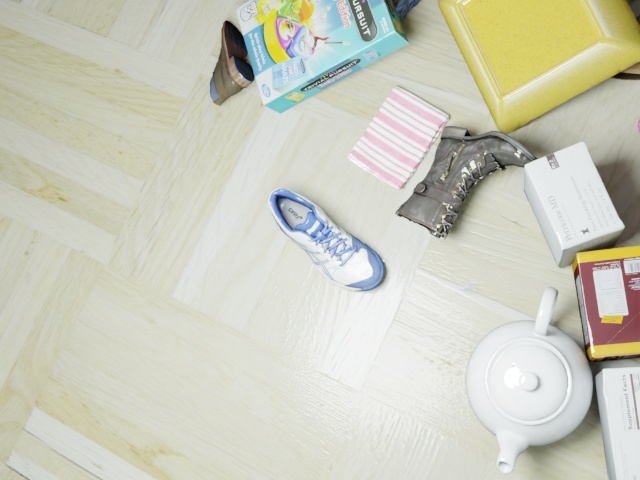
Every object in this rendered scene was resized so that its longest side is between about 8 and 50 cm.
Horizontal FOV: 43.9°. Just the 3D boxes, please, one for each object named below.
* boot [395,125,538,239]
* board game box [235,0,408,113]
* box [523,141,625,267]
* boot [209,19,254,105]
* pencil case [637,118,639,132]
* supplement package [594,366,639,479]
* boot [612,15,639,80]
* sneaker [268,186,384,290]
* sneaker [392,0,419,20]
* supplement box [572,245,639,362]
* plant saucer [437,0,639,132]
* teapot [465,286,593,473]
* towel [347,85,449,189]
[{"bbox_3d":[0.289,-0.105,1.593,0.263,0.091,0.229,20,81,51],"label":"boot"},{"bbox_3d":[-0.005,-0.470,1.736,0.336,0.079,0.254,-25,72,25],"label":"board game box"},{"bbox_3d":[0.476,-0.063,1.511,0.119,0.182,0.181,-22,73,8],"label":"box"},{"bbox_3d":[-0.220,-0.408,1.817,0.106,0.082,0.219,-38,45,27],"label":"boot"},{"bbox_3d":[0.731,-0.208,1.523,0.236,0.104,0.104,28,86,20],"label":"pencil case"},{"bbox_3d":[0.547,0.314,1.318,0.145,0.262,0.204,-7,77,14],"label":"supplement package"},{"bbox_3d":[0.558,-0.399,1.611,0.305,0.112,0.115,12,92,15],"label":"boot"},{"bbox_3d":[0.000,0.000,1.649,0.296,0.131,0.112,36,87,17],"label":"sneaker"},{"bbox_3d":[0.198,-0.569,1.744,0.221,0.087,0.083,-49,65,7],"label":"sneaker"},{"bbox_3d":[0.581,0.118,1.471,0.191,0.129,0.194,-7,76,13],"label":"supplement box"},{"bbox_3d":[0.417,-0.430,1.571,0.332,0.081,0.333,-29,82,33],"label":"plant saucer"},{"bbox_3d":[0.384,0.255,1.463,0.252,0.187,0.256,-29,71,6],"label":"teapot"},{"bbox_3d":[0.167,-0.223,1.707,0.144,0.029,0.197,33,87,18],"label":"towel"}]
